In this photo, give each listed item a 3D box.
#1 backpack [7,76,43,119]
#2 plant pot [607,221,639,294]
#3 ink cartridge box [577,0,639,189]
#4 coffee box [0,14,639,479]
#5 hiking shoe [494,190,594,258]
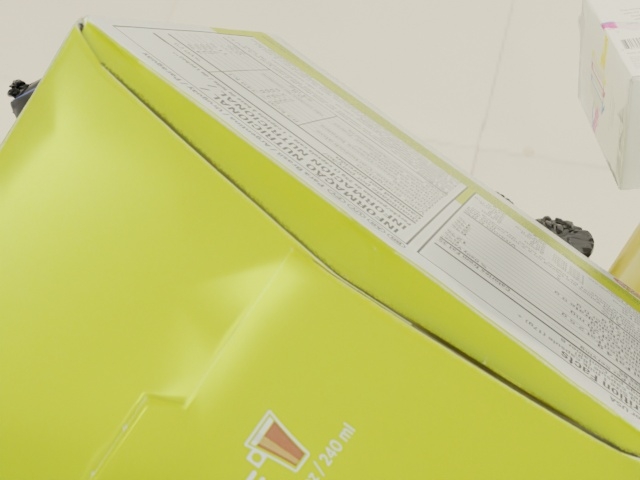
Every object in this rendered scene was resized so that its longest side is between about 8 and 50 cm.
[{"bbox_3d":[-0.237,-0.155,1.280,0.158,0.117,0.173,-16,6,38],"label":"backpack"},{"bbox_3d":[0.376,0.048,1.038,0.239,0.254,0.254,-46,63,-2],"label":"plant pot"},{"bbox_3d":[0.237,-0.115,0.787,0.092,0.090,0.143,-5,38,1],"label":"ink cartridge box"},{"bbox_3d":[-0.031,0.101,0.682,0.338,0.334,0.337,37,105,6],"label":"coffee box"},{"bbox_3d":[0.178,0.019,1.169,0.086,0.114,0.227,-13,25,-32],"label":"hiking shoe"}]
